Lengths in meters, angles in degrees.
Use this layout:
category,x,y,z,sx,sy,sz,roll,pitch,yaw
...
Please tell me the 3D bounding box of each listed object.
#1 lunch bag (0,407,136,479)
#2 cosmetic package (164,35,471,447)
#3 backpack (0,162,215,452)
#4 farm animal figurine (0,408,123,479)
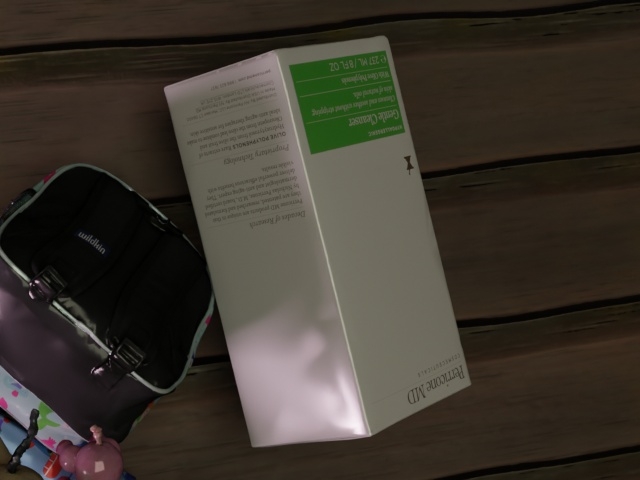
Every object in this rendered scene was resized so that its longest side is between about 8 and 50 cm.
category,x,y,z,sx,sy,sz,roll,pitch,yaw
lunch bag,-0.341,0.299,1.431,0.221,0.138,0.293,36,90,-15
cosmetic package,0.000,0.000,1.488,0.197,0.155,0.366,-20,95,-53
backpack,-0.219,0.056,1.411,0.225,0.253,0.191,42,122,-11
farm animal figurine,-0.215,0.336,1.278,0.330,0.172,0.327,35,92,-43
